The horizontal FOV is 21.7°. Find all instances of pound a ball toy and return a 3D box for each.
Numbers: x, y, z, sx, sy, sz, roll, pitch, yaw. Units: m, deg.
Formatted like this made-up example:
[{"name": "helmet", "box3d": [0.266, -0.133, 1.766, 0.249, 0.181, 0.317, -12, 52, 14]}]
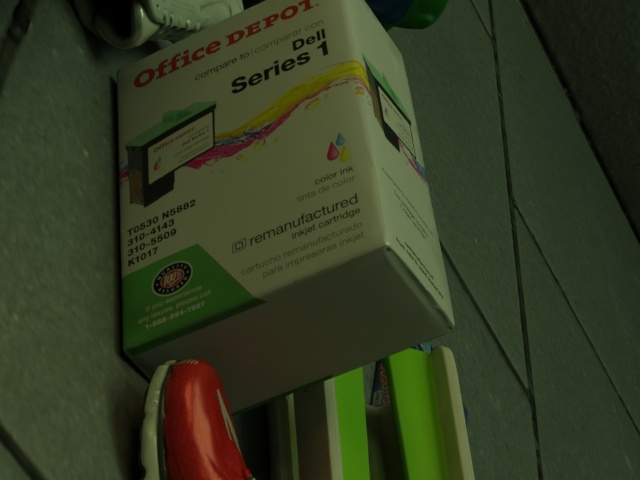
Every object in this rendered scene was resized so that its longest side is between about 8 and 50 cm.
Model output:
[{"name": "pound a ball toy", "box3d": [0.067, 0.228, 1.230, 0.208, 0.135, 0.319, 16, 42, -22]}]

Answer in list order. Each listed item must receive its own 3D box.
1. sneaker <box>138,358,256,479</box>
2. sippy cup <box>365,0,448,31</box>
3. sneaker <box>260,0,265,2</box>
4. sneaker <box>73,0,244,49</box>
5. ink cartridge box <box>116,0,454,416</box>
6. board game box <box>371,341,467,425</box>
[{"name": "sneaker", "box3d": [-0.029, 0.200, 1.060, 0.279, 0.118, 0.107, 70, 16, 9]}, {"name": "sippy cup", "box3d": [0.003, -0.322, 1.566, 0.240, 0.224, 0.305, -140, -126, -73]}, {"name": "sneaker", "box3d": [-0.037, -0.274, 1.727, 0.158, 0.065, 0.061, 44, 29, -53]}, {"name": "sneaker", "box3d": [-0.140, -0.185, 1.296, 0.232, 0.090, 0.115, 32, 44, -48]}, {"name": "ink cartridge box", "box3d": [-0.034, -0.036, 1.198, 0.117, 0.201, 0.278, 50, 24, -45]}, {"name": "board game box", "box3d": [0.098, 0.173, 1.625, 0.136, 0.035, 0.201, 61, 18, -21]}]
